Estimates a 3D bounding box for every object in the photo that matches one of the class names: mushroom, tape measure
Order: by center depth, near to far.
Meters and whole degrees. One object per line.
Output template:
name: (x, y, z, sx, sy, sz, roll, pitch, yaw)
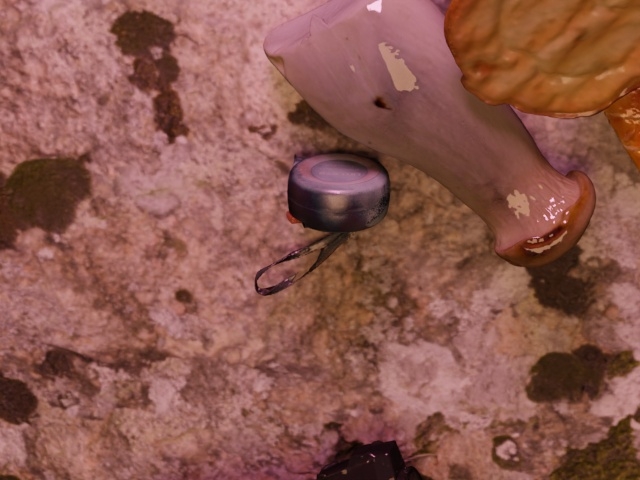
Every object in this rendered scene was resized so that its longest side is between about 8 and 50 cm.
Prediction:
mushroom: (0.110, -0.107, 1.486, 0.328, 0.122, 0.159, 44, 150, -15)
tape measure: (0.004, 0.002, 1.546, 0.104, 0.107, 0.180, 15, 116, -6)

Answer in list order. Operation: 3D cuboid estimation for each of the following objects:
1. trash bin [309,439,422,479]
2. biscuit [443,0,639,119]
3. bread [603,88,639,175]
trash bin: (-0.037, 0.351, 1.688, 0.301, 0.203, 0.252, -10, 98, 13)
biscuit: (0.224, -0.193, 1.343, 0.203, 0.041, 0.260, 33, 127, -29)
bread: (0.309, -0.150, 1.450, 0.125, 0.068, 0.188, -26, 112, 19)
